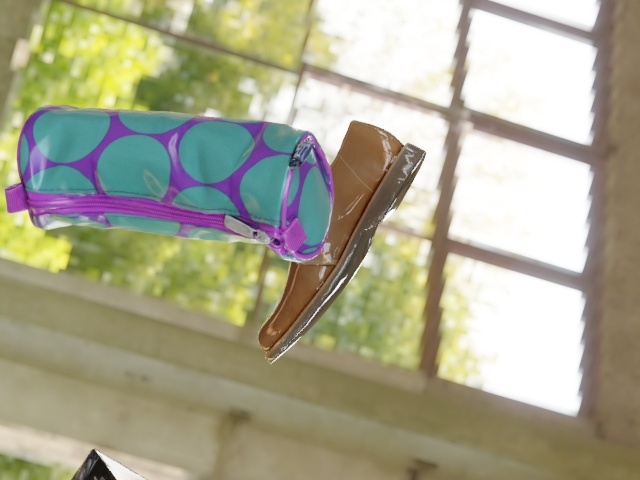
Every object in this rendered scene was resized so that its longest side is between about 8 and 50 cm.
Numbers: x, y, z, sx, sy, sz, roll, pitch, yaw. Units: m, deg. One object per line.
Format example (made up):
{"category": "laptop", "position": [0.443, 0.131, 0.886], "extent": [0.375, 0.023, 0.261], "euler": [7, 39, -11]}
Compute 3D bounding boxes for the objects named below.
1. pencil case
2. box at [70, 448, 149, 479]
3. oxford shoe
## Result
{"category": "pencil case", "position": [-0.073, -0.029, 0.931], "extent": [0.070, 0.152, 0.064], "euler": [-65, 156, -48]}
{"category": "box", "position": [-0.061, 0.119, 0.764], "extent": [0.018, 0.067, 0.083], "euler": [-56, -158, -1]}
{"category": "oxford shoe", "position": [0.000, 0.000, 1.496], "extent": [0.212, 0.076, 0.076], "euler": [-59, 174, 13]}
